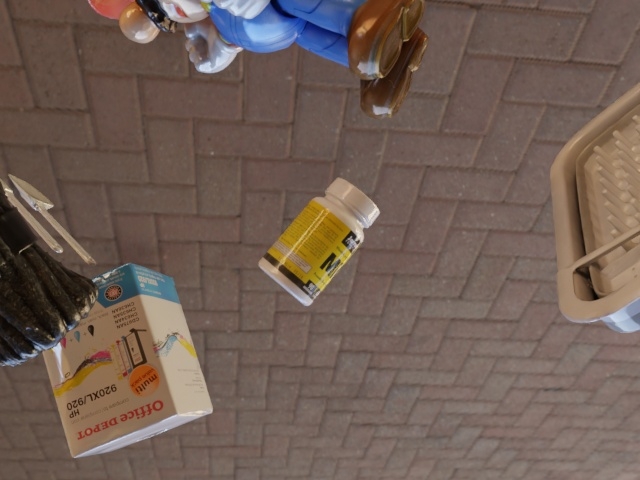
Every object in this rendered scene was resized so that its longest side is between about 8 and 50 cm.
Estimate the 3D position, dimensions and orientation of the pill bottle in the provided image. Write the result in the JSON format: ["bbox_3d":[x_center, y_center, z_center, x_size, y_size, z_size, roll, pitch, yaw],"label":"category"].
[{"bbox_3d":[0.000,0.000,1.235,0.208,0.119,0.119,-50,131,-5],"label":"pill bottle"}]

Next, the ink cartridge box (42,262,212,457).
[{"bbox_3d":[-0.294,0.182,1.073,0.171,0.233,0.168,-22,166,4],"label":"ink cartridge box"}]

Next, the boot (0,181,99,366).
[{"bbox_3d":[-0.363,-0.021,0.707,0.131,0.348,0.260,-41,115,-12],"label":"boot"}]

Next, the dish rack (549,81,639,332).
[{"bbox_3d":[0.336,-0.071,0.617,0.072,0.333,0.285,39,124,-12],"label":"dish rack"}]

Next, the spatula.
[{"bbox_3d":[-0.431,-0.046,1.038,0.019,0.242,0.168,-53,152,1],"label":"spatula"}]

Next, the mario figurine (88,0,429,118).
[{"bbox_3d":[-0.081,-0.186,0.599,0.320,0.170,0.198,28,139,17],"label":"mario figurine"}]
